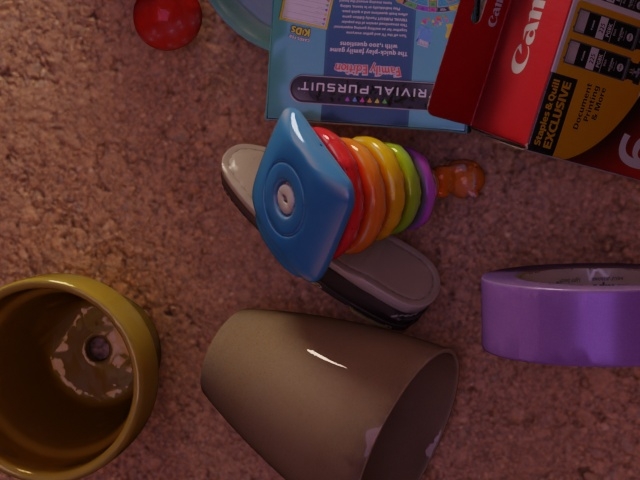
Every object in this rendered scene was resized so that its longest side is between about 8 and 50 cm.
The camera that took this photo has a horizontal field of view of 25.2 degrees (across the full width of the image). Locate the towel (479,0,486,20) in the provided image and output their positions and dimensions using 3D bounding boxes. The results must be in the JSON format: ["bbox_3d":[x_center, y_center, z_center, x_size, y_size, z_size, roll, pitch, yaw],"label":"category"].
[{"bbox_3d":[0.235,-0.320,1.797,0.187,0.049,0.282,2,95,9],"label":"towel"}]

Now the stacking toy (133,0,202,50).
[{"bbox_3d":[-0.240,-0.403,1.841,0.141,0.141,0.330,-20,99,11],"label":"stacking toy"}]

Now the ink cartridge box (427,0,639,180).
[{"bbox_3d":[0.304,-0.249,1.684,0.272,0.130,0.309,11,100,-29],"label":"ink cartridge box"}]

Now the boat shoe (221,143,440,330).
[{"bbox_3d":[0.000,0.000,1.837,0.324,0.116,0.096,34,144,4],"label":"boat shoe"}]

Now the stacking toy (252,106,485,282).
[{"bbox_3d":[0.080,-0.066,1.764,0.175,0.302,0.165,55,138,34],"label":"stacking toy"}]

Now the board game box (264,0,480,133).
[{"bbox_3d":[0.070,-0.307,1.766,0.254,0.079,0.336,5,97,10],"label":"board game box"}]

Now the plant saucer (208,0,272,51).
[{"bbox_3d":[-0.009,-0.392,1.835,0.318,0.044,0.317,1,96,9],"label":"plant saucer"}]

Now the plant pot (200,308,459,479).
[{"bbox_3d":[-0.006,0.197,1.805,0.274,0.256,0.256,25,99,22],"label":"plant pot"}]

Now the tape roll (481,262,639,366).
[{"bbox_3d":[0.329,0.084,1.703,0.275,0.275,0.090,-1,96,10],"label":"tape roll"}]

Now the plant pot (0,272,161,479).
[{"bbox_3d":[-0.316,0.160,1.839,0.254,0.239,0.254,1,96,9],"label":"plant pot"}]
